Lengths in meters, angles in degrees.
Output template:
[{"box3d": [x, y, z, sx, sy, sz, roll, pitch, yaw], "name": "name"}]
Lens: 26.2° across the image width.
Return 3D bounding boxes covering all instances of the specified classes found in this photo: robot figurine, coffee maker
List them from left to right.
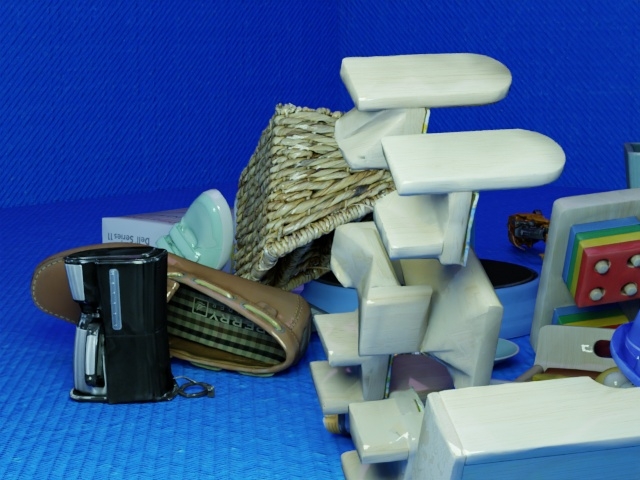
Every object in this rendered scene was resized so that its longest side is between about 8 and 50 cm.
[{"box3d": [-0.221, 0.098, 1.662, 0.171, 0.178, 0.120, -3, 9, -17], "name": "coffee maker"}, {"box3d": [0.478, -0.012, 2.759, 0.211, 0.085, 0.291, -1, 7, -5], "name": "robot figurine"}]

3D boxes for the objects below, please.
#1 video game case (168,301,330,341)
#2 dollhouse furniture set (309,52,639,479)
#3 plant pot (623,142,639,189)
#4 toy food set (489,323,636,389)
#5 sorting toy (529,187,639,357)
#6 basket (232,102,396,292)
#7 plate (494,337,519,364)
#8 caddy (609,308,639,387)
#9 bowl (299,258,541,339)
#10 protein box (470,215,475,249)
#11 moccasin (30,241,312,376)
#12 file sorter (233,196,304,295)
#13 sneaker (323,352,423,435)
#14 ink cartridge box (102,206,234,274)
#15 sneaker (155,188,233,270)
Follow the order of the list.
[{"box3d": [-0.143, 0.120, 1.977, 0.274, 0.026, 0.196, -9, 10, -18], "name": "video game case"}, {"box3d": [0.166, 0.086, 1.170, 0.256, 0.362, 0.394, -3, 36, -13], "name": "dollhouse furniture set"}, {"box3d": [0.624, -0.029, 2.265, 0.247, 0.252, 0.248, 2, 8, 11], "name": "plant pot"}, {"box3d": [0.315, 0.148, 1.585, 0.219, 0.092, 0.306, 4, 8, 26], "name": "toy food set"}, {"box3d": [0.421, 0.056, 1.788, 0.255, 0.257, 0.089, -7, 41, -11], "name": "sorting toy"}, {"box3d": [0.004, -0.025, 1.913, 0.213, 0.223, 0.299, 8, -21, -13], "name": "basket"}, {"box3d": [0.169, 0.151, 1.822, 0.188, 0.024, 0.188, 0, 8, 0], "name": "plate"}, {"box3d": [0.472, 0.126, 1.406, 0.341, 0.179, 0.241, 16, 22, 5], "name": "caddy"}, {"box3d": [0.156, 0.084, 2.120, 0.391, 0.077, 0.391, -1, 8, 0], "name": "bowl"}, {"box3d": [0.147, -0.055, 2.110, 0.136, 0.200, 0.201, -1, 7, -10], "name": "protein box"}, {"box3d": [-0.204, 0.099, 1.793, 0.380, 0.139, 0.147, 19, 20, 9], "name": "moccasin"}, {"box3d": [0.000, 0.000, 2.384, 0.277, 0.173, 0.193, -4, 8, -22], "name": "file sorter"}, {"box3d": [0.095, 0.169, 1.516, 0.083, 0.084, 0.215, 8, 21, 37], "name": "sneaker"}, {"box3d": [-0.252, 0.012, 2.493, 0.207, 0.119, 0.353, 6, 10, 38], "name": "ink cartridge box"}, {"box3d": [-0.231, 0.033, 2.042, 0.151, 0.256, 0.094, -9, 51, -42], "name": "sneaker"}]
